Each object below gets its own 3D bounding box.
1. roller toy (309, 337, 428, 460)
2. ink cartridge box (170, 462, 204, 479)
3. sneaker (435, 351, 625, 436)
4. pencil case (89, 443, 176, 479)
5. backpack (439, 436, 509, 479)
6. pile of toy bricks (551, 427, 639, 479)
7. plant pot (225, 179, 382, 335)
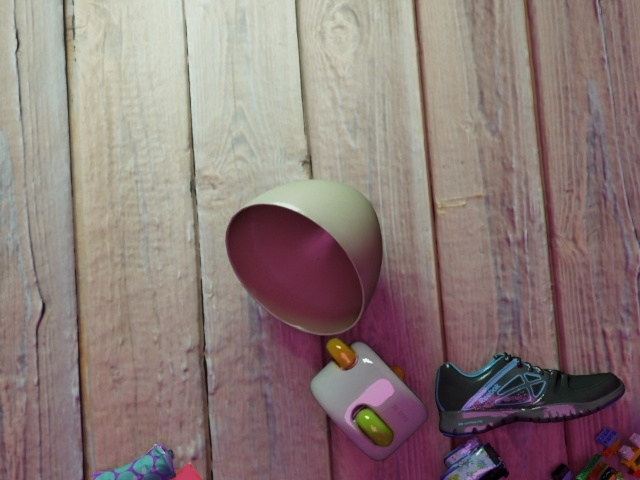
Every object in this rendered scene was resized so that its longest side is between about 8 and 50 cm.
[{"bbox_3d":[0.089,0.275,1.736,0.146,0.191,0.209,-43,61,-2],"label":"roller toy"},{"bbox_3d":[-0.278,0.546,1.785,0.225,0.056,0.181,-38,85,-1],"label":"ink cartridge box"},{"bbox_3d":[0.375,0.263,1.765,0.341,0.125,0.139,-8,79,-2],"label":"sneaker"},{"bbox_3d":[-0.340,0.428,1.792,0.152,0.064,0.070,-25,85,-1],"label":"pencil case"},{"bbox_3d":[0.268,0.413,1.763,0.114,0.105,0.084,-37,62,-2],"label":"backpack"},{"bbox_3d":[0.504,0.443,1.765,0.212,0.118,0.105,-42,113,-19],"label":"pile of toy bricks"},{"bbox_3d":[0.000,0.000,1.751,0.284,0.284,0.191,38,51,5],"label":"plant pot"}]
